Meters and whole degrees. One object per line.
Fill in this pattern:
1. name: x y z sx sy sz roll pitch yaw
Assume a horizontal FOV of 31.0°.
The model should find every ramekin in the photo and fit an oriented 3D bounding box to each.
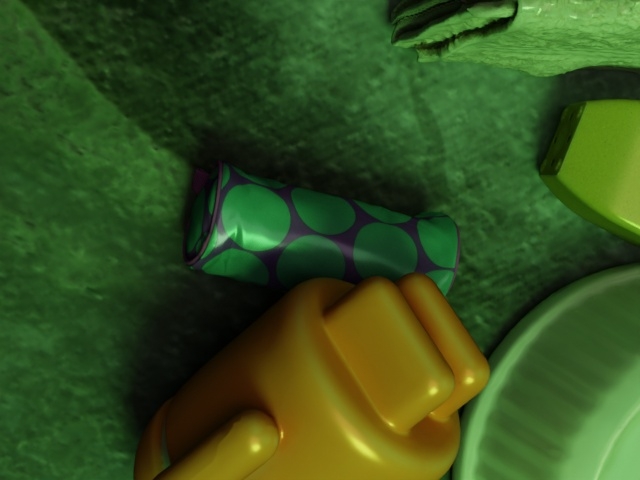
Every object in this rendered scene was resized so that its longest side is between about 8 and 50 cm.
1. ramekin: 0.227 0.153 0.706 0.272 0.127 0.273 -2 98 -12

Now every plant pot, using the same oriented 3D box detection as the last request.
1. plant pot: 0.182 -0.047 0.696 0.083 0.081 0.081 23 92 -5

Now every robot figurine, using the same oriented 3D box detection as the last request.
1. robot figurine: -0.012 0.108 0.625 0.128 0.158 0.219 40 116 -17

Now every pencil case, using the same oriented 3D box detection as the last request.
1. pencil case: 0.000 0.000 0.665 0.151 0.070 0.064 14 129 -17

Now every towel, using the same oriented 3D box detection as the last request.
1. towel: 0.192 -0.120 0.632 0.282 0.187 0.049 -1 93 -12
